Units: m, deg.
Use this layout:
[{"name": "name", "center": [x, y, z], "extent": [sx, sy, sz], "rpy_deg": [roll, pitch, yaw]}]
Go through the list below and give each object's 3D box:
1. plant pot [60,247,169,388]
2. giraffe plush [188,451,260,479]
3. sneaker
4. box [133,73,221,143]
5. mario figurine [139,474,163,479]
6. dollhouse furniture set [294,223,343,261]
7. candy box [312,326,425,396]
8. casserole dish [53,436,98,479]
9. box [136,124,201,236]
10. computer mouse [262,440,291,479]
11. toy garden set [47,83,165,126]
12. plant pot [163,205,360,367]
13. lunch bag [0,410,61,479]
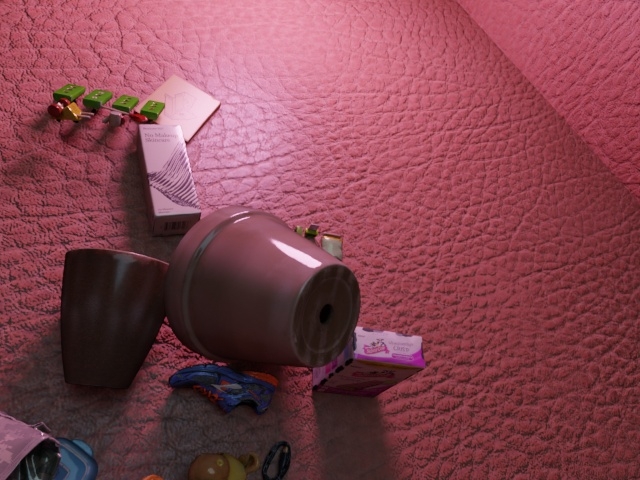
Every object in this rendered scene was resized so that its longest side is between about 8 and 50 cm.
[{"name": "plant pot", "center": [-0.394, 0.157, 0.898], "extent": [0.215, 0.215, 0.231], "rpy_deg": [11, 69, -18]}, {"name": "giraffe plush", "center": [-0.180, 0.443, 0.809], "extent": [0.181, 0.210, 0.171], "rpy_deg": [4, 48, 7]}, {"name": "sneaker", "center": [-0.195, 0.301, 0.957], "extent": [0.221, 0.083, 0.087], "rpy_deg": [12, 63, -13]}, {"name": "box", "center": [-0.399, -0.375, 1.344], "extent": [0.164, 0.021, 0.201], "rpy_deg": [29, 51, -4]}, {"name": "mario figurine", "center": [-0.334, 0.482, 0.688], "extent": [0.170, 0.320, 0.198], "rpy_deg": [52, 5, -31]}, {"name": "dollhouse furniture set", "center": [0.000, 0.000, 1.254], "extent": [0.151, 0.059, 0.076], "rpy_deg": [10, 56, -18]}, {"name": "candy box", "center": [0.093, 0.266, 1.010], "extent": [0.159, 0.233, 0.071], "rpy_deg": [11, 55, -17]}, {"name": "casserole dish", "center": [-0.462, 0.417, 0.785], "extent": [0.114, 0.037, 0.188], "rpy_deg": [37, 51, 1]}, {"name": "box", "center": [-0.375, -0.151, 1.160], "extent": [0.113, 0.094, 0.275], "rpy_deg": [-7, 63, -27]}, {"name": "computer mouse", "center": [-0.083, 0.505, 0.896], "extent": [0.071, 0.041, 0.242], "rpy_deg": [14, 54, -15]}, {"name": "toy garden set", "center": [-0.532, -0.320, 1.179], "extent": [0.244, 0.049, 0.204], "rpy_deg": [9, 28, -12]}, {"name": "plant pot", "center": [-0.085, 0.107, 0.915], "extent": [0.280, 0.324, 0.323], "rpy_deg": [11, 37, 40]}, {"name": "lunch bag", "center": [-0.534, 0.373, 0.657], "extent": [0.235, 0.169, 0.287], "rpy_deg": [12, 51, 17]}]
